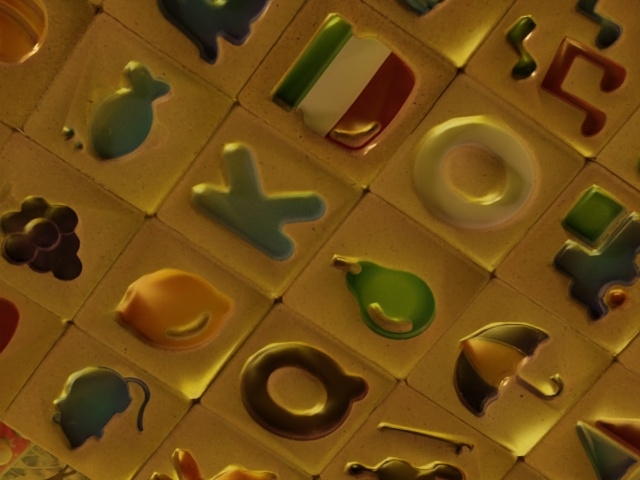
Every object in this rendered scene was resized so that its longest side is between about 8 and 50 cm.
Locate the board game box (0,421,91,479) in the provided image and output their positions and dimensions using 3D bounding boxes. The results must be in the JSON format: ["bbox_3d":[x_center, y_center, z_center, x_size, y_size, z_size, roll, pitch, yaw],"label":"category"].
[{"bbox_3d":[-0.290,0.225,0.981,0.390,0.050,0.390,2,100,-25],"label":"board game box"}]

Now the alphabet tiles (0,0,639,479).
[{"bbox_3d":[0.000,0.000,0.618,0.342,0.011,0.285,33,115,-10],"label":"alphabet tiles"}]
